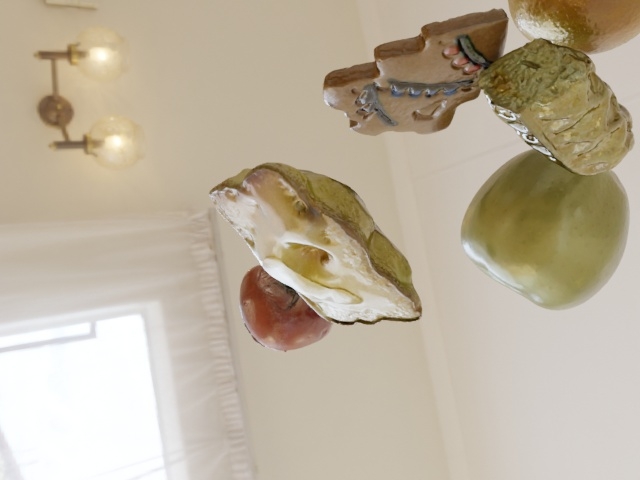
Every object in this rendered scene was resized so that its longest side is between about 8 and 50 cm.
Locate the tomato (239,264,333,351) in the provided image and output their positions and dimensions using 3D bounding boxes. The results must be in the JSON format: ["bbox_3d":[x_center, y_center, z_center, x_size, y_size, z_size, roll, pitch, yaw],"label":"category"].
[{"bbox_3d":[-0.069,0.125,1.405,0.228,0.228,0.101,57,-40,32],"label":"tomato"}]

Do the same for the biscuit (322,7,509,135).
[{"bbox_3d":[0.155,-0.242,0.968,0.301,0.278,0.043,-35,-121,47],"label":"biscuit"}]

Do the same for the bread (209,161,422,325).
[{"bbox_3d":[0.000,0.000,0.683,0.161,0.233,0.088,-17,-142,46],"label":"bread"}]

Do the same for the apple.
[{"bbox_3d":[0.496,-0.028,1.422,0.357,0.357,0.357,13,-74,54],"label":"apple"}]

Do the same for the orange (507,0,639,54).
[{"bbox_3d":[0.407,-0.396,0.998,0.236,0.236,0.236,13,-74,54],"label":"orange"}]

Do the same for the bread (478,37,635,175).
[{"bbox_3d":[0.362,-0.185,0.953,0.152,0.267,0.130,26,-90,48],"label":"bread"}]
